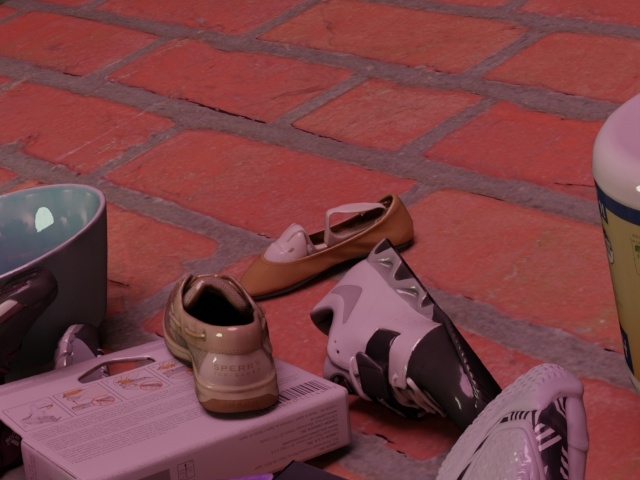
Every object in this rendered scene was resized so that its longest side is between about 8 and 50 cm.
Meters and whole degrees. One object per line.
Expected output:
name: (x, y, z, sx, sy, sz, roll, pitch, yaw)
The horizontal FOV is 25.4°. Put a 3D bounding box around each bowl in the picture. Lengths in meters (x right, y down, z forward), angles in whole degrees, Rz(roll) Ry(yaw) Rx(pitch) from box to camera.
bowl: (-0.382, 0.068, 1.707, 0.312, 0.163, 0.311, -14, 21, 5)

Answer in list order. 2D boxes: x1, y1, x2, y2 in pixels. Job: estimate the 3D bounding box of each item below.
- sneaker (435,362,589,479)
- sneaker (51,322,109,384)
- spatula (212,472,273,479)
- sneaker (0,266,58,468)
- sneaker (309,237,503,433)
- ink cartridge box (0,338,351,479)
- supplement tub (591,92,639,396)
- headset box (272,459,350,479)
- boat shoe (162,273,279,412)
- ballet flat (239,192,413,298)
sneaker: (0.169, 0.274, 0.963, 0.137, 0.210, 0.365, -42, 24, 52)
sneaker: (-0.229, 0.173, 1.556, 0.132, 0.086, 0.228, -4, 35, 6)
spatula: (-0.149, 0.262, 1.244, 0.296, 0.030, 0.084, -38, 0, 44)
sneaker: (-0.346, 0.156, 1.525, 0.281, 0.162, 0.106, -37, 11, 23)
sneaker: (0.084, 0.132, 1.443, 0.146, 0.122, 0.330, -36, 30, 0)
ink cartridge box: (-0.162, 0.181, 1.431, 0.296, 0.066, 0.261, -15, 20, -32)
supplement tub: (0.369, 0.031, 1.235, 0.228, 0.316, 0.228, -12, 28, 6)
headset box: (0.000, 0.317, 1.099, 0.246, 0.131, 0.283, 12, 38, 42)
boat shoe: (-0.105, 0.079, 1.470, 0.109, 0.098, 0.302, -6, 17, -10)
ballet flat: (0.000, 0.000, 1.749, 0.232, 0.073, 0.080, -20, 27, -9)
